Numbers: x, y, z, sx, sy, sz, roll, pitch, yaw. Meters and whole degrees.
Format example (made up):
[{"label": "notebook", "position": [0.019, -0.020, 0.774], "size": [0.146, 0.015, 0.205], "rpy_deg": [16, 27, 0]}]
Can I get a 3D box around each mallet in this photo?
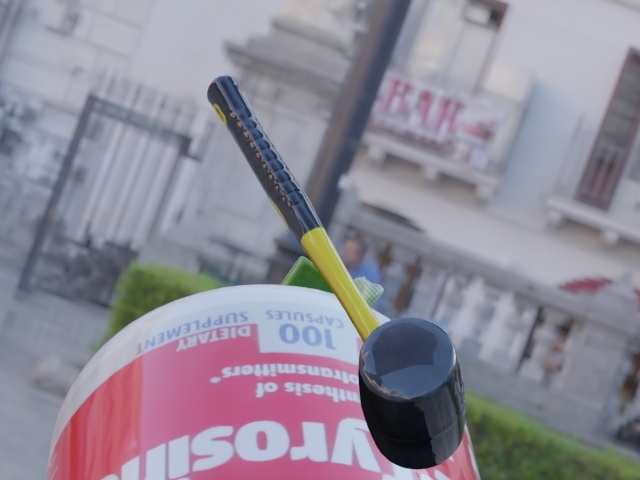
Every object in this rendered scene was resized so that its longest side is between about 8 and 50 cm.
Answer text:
[{"label": "mallet", "position": [0.000, 0.000, 0.688], "size": [0.189, 0.039, 0.062], "rpy_deg": [59, -11, 24]}]

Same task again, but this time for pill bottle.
[{"label": "pill bottle", "position": [-0.019, 0.212, 0.791], "size": [0.229, 0.229, 0.407], "rpy_deg": [20, 26, -16]}]

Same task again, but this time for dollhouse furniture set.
[{"label": "dollhouse furniture set", "position": [-0.005, 0.044, 1.055], "size": [0.059, 0.076, 0.152], "rpy_deg": [36, -2, -3]}]
